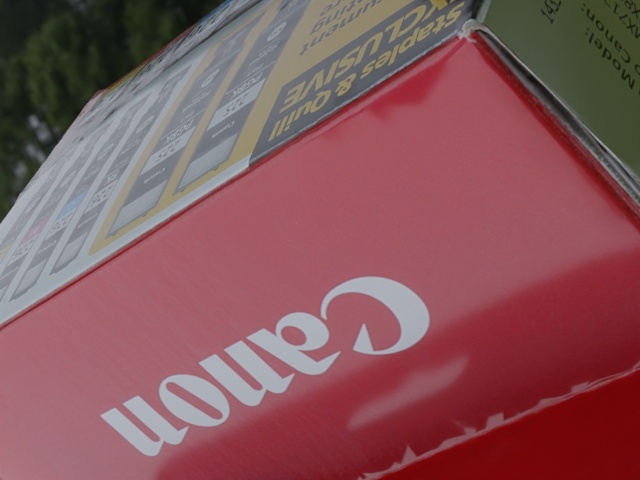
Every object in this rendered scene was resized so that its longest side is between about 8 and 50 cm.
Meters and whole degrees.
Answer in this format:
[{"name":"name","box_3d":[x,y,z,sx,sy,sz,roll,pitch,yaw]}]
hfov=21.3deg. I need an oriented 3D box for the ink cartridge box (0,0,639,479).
[{"name":"ink cartridge box","box_3d":[0.000,0.000,0.596,0.130,0.309,0.272,45,-138,-18]}]
